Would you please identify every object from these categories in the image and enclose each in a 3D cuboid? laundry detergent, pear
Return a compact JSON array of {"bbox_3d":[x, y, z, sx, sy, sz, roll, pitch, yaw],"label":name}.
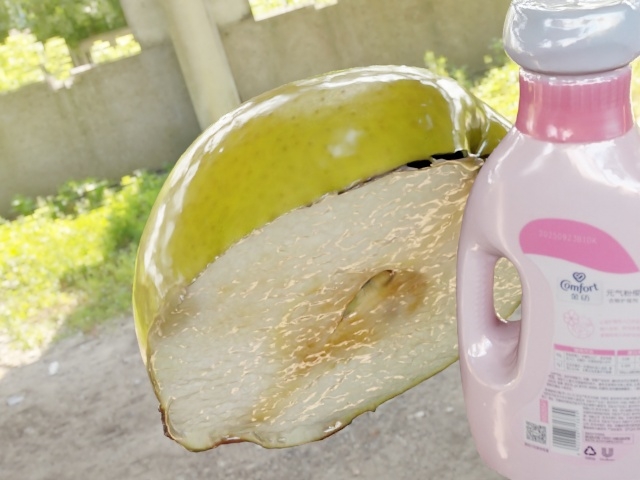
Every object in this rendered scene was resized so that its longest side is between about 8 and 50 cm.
[{"bbox_3d":[0.158,0.011,0.613,0.159,0.335,0.088,8,30,29],"label":"laundry detergent"},{"bbox_3d":[0.000,0.000,0.817,0.340,0.191,0.386,12,-47,-41],"label":"pear"}]
